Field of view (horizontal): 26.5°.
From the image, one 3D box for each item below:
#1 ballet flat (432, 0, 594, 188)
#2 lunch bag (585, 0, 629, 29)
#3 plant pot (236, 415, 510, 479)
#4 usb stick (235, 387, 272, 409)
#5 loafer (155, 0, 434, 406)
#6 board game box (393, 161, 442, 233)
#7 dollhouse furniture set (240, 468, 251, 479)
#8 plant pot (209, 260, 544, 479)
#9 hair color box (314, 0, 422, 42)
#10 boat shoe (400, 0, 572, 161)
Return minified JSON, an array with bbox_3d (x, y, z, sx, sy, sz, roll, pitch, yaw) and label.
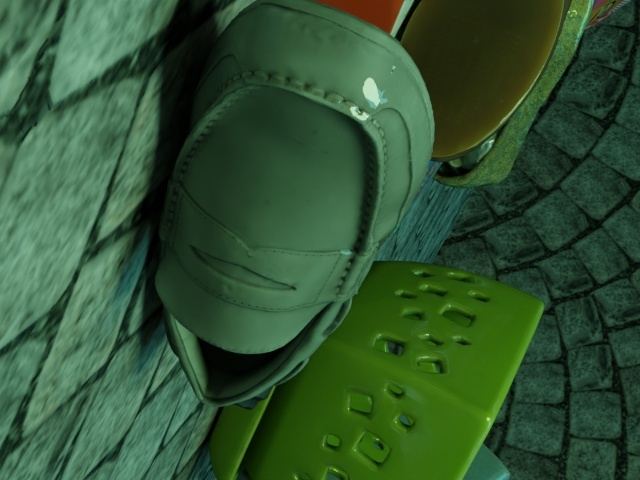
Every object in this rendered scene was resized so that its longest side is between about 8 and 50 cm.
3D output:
[{"bbox_3d":[0.196,-0.190,1.474,0.123,0.123,0.348,-54,167,-47],"label":"ballet flat"},{"bbox_3d":[0.373,-0.392,1.554,0.258,0.120,0.293,-34,164,-22],"label":"lunch bag"},{"bbox_3d":[0.014,0.301,1.537,0.252,0.248,0.247,-36,160,-30],"label":"plant pot"},{"bbox_3d":[0.000,0.000,1.032,0.278,0.045,0.077,-61,173,-5],"label":"usb stick"},{"bbox_3d":[-0.021,0.000,0.637,0.319,0.112,0.111,102,9,-66],"label":"loafer"},{"bbox_3d":[0.114,-0.130,1.320,0.160,0.047,0.210,-54,170,-46],"label":"board game box"},{"bbox_3d":[-0.105,0.245,1.364,0.114,0.091,0.081,-37,-152,-15],"label":"dollhouse furniture set"},{"bbox_3d":[0.041,0.135,1.183,0.228,0.207,0.227,-65,171,29],"label":"plant pot"},{"bbox_3d":[0.038,-0.155,0.698,0.093,0.053,0.167,-53,168,-56],"label":"hair color box"},{"bbox_3d":[0.099,-0.131,0.709,0.207,0.073,0.073,-62,172,-4],"label":"boat shoe"}]
